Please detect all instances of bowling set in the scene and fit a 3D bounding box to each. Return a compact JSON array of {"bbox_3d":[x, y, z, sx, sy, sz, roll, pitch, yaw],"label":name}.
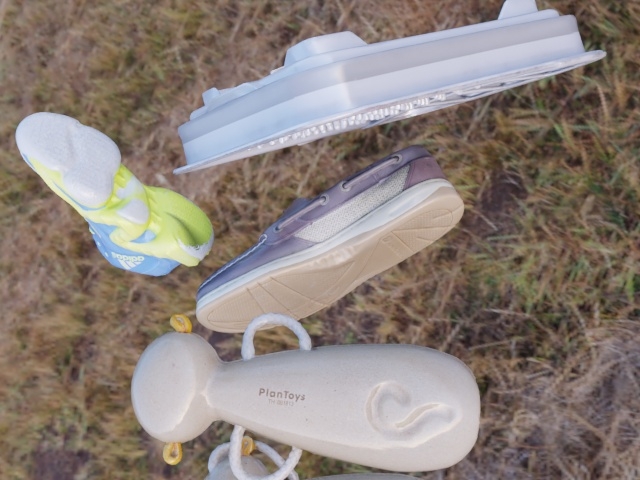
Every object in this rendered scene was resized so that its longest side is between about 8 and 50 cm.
[{"bbox_3d":[-0.019,0.191,0.452,0.200,0.154,0.286,100,175,-75],"label":"bowling set"}]

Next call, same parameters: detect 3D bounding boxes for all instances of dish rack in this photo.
[{"bbox_3d":[0.048,-0.139,0.806,0.286,0.333,0.072,-7,100,58],"label":"dish rack"}]

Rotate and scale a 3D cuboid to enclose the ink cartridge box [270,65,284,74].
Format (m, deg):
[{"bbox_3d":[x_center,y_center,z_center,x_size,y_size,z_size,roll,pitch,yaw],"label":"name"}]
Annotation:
[{"bbox_3d":[-0.002,-0.238,1.519,0.127,0.176,0.128,-20,97,2],"label":"ink cartridge box"}]

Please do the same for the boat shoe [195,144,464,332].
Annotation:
[{"bbox_3d":[0.000,0.000,0.903,0.285,0.103,0.092,-29,56,13],"label":"boat shoe"}]

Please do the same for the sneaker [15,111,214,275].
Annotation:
[{"bbox_3d":[-0.240,-0.033,0.997,0.126,0.240,0.091,-39,19,43],"label":"sneaker"}]
